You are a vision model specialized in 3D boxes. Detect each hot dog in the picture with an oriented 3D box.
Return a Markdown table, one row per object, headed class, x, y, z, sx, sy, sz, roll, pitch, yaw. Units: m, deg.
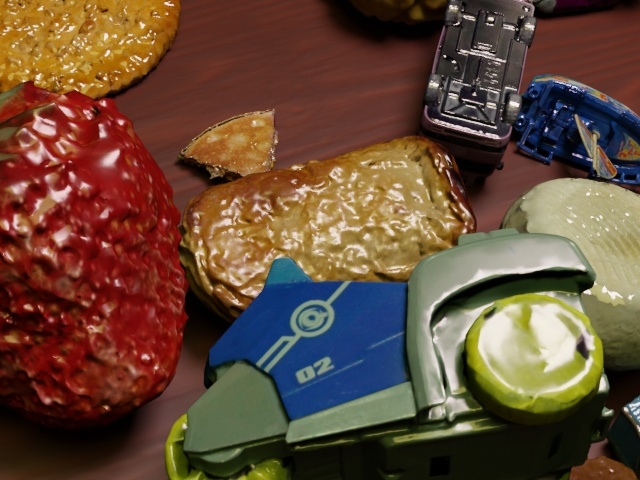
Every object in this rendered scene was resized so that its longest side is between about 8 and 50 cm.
| class | x | y | z | sx | sy | sz | roll | pitch | yaw |
| --- | --- | --- | --- | --- | --- | --- | --- | --- | --- |
| hot dog | 0.002 | 0.001 | 1.040 | 0.259 | 0.114 | 0.175 | -14 | 63 | -5 |

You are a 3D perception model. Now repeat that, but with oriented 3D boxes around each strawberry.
| class | x | y | z | sx | sy | sz | roll | pitch | yaw |
| --- | --- | --- | --- | --- | --- | --- | --- | --- | --- |
| strawberry | -0.243 | 0.012 | 0.951 | 0.261 | 0.257 | 0.261 | -20 | 31 | 13 |

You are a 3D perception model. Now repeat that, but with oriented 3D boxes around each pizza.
| class | x | y | z | sx | sy | sz | roll | pitch | yaw |
| --- | --- | --- | --- | --- | --- | --- | --- | --- | --- |
| pizza | -0.089 | -0.085 | 1.140 | 0.099 | 0.029 | 0.100 | -3 | 53 | 0 |

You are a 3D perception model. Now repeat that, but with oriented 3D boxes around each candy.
| class | x | y | z | sx | sy | sz | roll | pitch | yaw |
| --- | --- | --- | --- | --- | --- | --- | --- | --- | --- |
| candy | 0.291 | -0.280 | 1.311 | 0.175 | 0.043 | 0.045 | -11 | 54 | -9 |

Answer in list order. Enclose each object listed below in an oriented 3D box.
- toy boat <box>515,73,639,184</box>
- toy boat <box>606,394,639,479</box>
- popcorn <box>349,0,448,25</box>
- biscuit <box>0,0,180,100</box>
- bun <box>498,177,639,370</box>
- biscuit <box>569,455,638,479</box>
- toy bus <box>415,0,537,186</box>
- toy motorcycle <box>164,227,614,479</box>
| class | x | y | z | sx | sy | sz | roll | pitch | yaw |
| --- | --- | --- | --- | --- | --- | --- | --- | --- | --- |
| toy boat | 0.271 | -0.091 | 1.148 | 0.175 | 0.091 | 0.110 | 23 | 37 | 3 |
| toy boat | 0.332 | 0.145 | 1.000 | 0.186 | 0.075 | 0.077 | -26 | 59 | -27 |
| popcorn | 0.104 | -0.340 | 1.266 | 0.200 | 0.225 | 0.203 | 13 | 4 | -38 |
| biscuit | -0.269 | -0.243 | 1.218 | 0.254 | 0.035 | 0.254 | 3 | 54 | -5 |
| bun | 0.242 | 0.036 | 1.035 | 0.196 | 0.118 | 0.195 | 10 | 41 | -9 |
| biscuit | 0.132 | 0.243 | 0.911 | 0.290 | 0.041 | 0.208 | -18 | 44 | -25 |
| toy bus | 0.151 | -0.155 | 1.167 | 0.096 | 0.108 | 0.198 | 15 | 54 | 3 |
| toy motorcycle | 0.043 | 0.098 | 0.888 | 0.327 | 0.191 | 0.199 | -6 | 55 | -2 |
